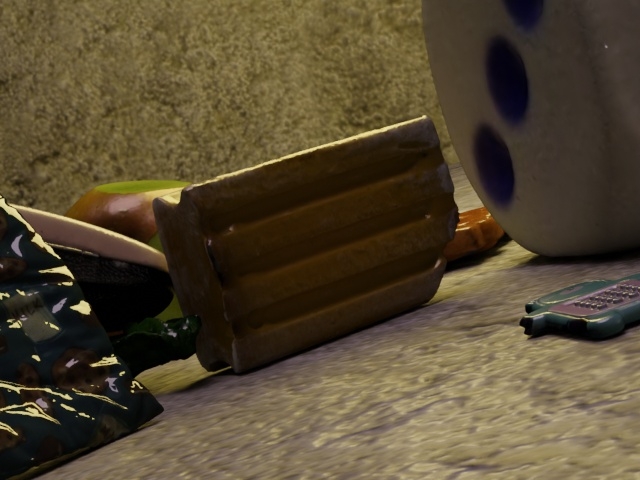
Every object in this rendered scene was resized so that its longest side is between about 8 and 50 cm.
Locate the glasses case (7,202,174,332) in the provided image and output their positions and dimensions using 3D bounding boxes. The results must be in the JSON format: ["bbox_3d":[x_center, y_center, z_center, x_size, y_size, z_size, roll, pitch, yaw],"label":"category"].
[{"bbox_3d":[-0.253,0.016,1.285,0.314,0.075,0.122,12,-24,-30],"label":"glasses case"}]

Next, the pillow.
[{"bbox_3d":[-0.237,0.042,1.136,0.189,0.255,0.034,-19,-27,-45],"label":"pillow"}]

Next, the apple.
[{"bbox_3d":[-0.162,0.021,1.582,0.163,0.146,0.147,4,6,28],"label":"apple"}]

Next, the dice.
[{"bbox_3d":[0.277,-0.167,1.405,0.304,0.304,0.277,-18,4,-22],"label":"dice"}]

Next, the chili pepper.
[{"bbox_3d":[-0.222,0.093,1.298,0.279,0.065,0.122,-6,-32,-1],"label":"chili pepper"}]

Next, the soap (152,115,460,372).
[{"bbox_3d":[0.000,0.000,1.337,0.232,0.140,0.073,-19,6,-33],"label":"soap"}]

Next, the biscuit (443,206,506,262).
[{"bbox_3d":[0.087,0.006,1.592,0.183,0.043,0.280,-6,6,44],"label":"biscuit"}]

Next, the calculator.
[{"bbox_3d":[0.172,0.039,1.085,0.094,0.019,0.141,-19,6,-13],"label":"calculator"}]
